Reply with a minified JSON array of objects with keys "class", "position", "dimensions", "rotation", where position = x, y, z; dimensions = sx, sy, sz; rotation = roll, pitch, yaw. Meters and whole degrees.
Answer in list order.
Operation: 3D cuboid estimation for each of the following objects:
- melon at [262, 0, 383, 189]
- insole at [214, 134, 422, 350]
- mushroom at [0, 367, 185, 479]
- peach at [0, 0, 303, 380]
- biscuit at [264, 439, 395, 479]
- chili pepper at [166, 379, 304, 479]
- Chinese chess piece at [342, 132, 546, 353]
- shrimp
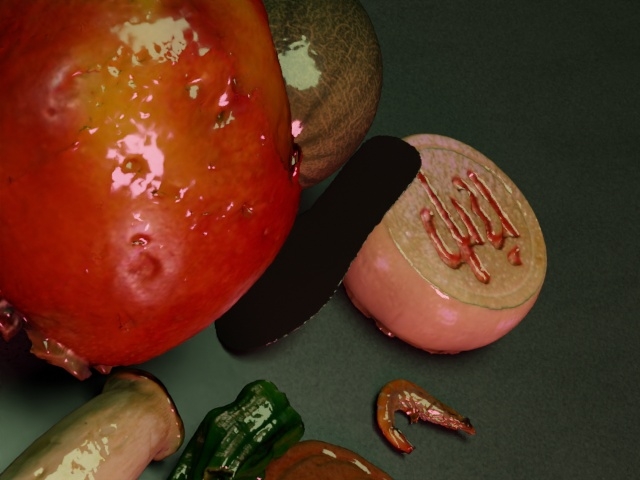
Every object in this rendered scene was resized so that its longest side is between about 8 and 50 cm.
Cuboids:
[{"class":"melon","position":[-0.047,-0.184,1.494],"dimensions":[0.237,0.237,0.302],"rotation":[24,37,-17]},{"class":"insole","position":[0.000,0.000,1.462],"dimensions":[0.109,0.007,0.322],"rotation":[31,67,22]},{"class":"mushroom","position":[-0.236,0.228,1.184],"dimensions":[0.100,0.081,0.312],"rotation":[44,46,2]},{"class":"peach","position":[-0.191,-0.081,1.231],"dimensions":[0.353,0.416,0.339],"rotation":[15,30,5]},{"class":"biscuit","position":[0.023,0.335,1.302],"dimensions":[0.273,0.049,0.257],"rotation":[47,46,7]},{"class":"chili pepper","position":[-0.115,0.233,1.242],"dimensions":[0.083,0.099,0.253],"rotation":[40,55,7]},{"class":"Chinese chess piece","position":[0.142,0.003,1.580],"dimensions":[0.270,0.112,0.270],"rotation":[18,50,-24]},{"class":"shrimp","position":[0.119,0.206,1.474],"dimensions":[0.127,0.025,0.091],"rotation":[22,49,-14]}]
